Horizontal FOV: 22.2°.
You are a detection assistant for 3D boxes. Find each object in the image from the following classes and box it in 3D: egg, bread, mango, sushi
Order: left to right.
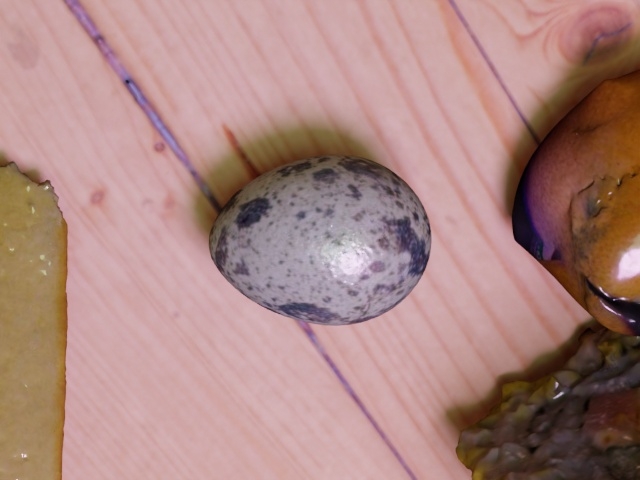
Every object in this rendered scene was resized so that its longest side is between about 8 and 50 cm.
[{"bbox_3d":[-0.293,0.130,1.164,0.233,0.245,0.361,6,104,-24],"label":"bread"},{"bbox_3d":[0.000,0.000,1.254,0.172,0.132,0.132,-2,106,-6],"label":"egg"},{"bbox_3d":[0.296,-0.052,1.299,0.287,0.152,0.201,-26,106,-5],"label":"mango"},{"bbox_3d":[0.339,0.193,1.275,0.396,0.351,0.240,-29,110,-3],"label":"sushi"}]
